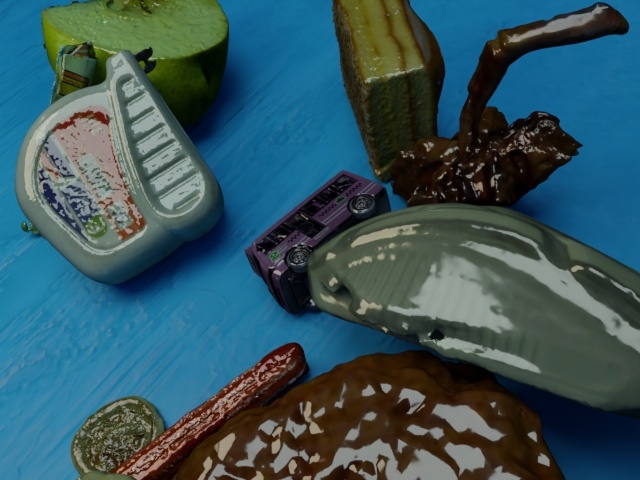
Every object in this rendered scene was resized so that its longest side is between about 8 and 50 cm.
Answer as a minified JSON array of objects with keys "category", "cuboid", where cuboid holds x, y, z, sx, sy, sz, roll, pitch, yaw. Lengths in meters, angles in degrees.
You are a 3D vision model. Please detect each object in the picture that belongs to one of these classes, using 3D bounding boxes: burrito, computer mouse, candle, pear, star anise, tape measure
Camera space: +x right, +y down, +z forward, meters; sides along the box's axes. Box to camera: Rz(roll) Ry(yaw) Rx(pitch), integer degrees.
[{"category":"burrito","cuboid":[-0.378,-0.148,0.963,0.054,0.288,0.104,6,16,-38]},{"category":"computer mouse","cuboid":[0.184,0.050,0.609,0.429,0.228,0.145,17,86,24]},{"category":"candle","cuboid":[-0.146,0.215,0.690,0.329,0.051,0.048,-35,52,-15]},{"category":"pear","cuboid":[-0.253,-0.272,1.053,0.292,0.159,0.292,4,43,-4]},{"category":"star anise","cuboid":[0.198,-0.114,0.747,0.148,0.346,0.237,46,48,7]},{"category":"tape measure","cuboid":[-0.259,-0.085,0.877,0.246,0.125,0.243,-33,84,-5]}]

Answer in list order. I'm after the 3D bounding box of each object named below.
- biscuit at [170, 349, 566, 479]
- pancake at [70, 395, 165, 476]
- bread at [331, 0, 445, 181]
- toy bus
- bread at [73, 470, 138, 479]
[{"category":"biscuit","cuboid":[0.054,0.289,0.499,0.343,0.166,0.395,-23,50,-1]},{"category":"pancake","cuboid":[-0.220,0.216,0.733,0.108,0.017,0.108,-6,53,8]},{"category":"bread","cuboid":[0.090,-0.222,0.901,0.111,0.184,0.234,-13,50,0]},{"category":"toy bus","cuboid":[0.000,0.000,0.808,0.178,0.087,0.098,-40,50,-22]},{"category":"bread","cuboid":[-0.226,0.344,0.558,0.286,0.056,0.207,-49,57,0]}]
